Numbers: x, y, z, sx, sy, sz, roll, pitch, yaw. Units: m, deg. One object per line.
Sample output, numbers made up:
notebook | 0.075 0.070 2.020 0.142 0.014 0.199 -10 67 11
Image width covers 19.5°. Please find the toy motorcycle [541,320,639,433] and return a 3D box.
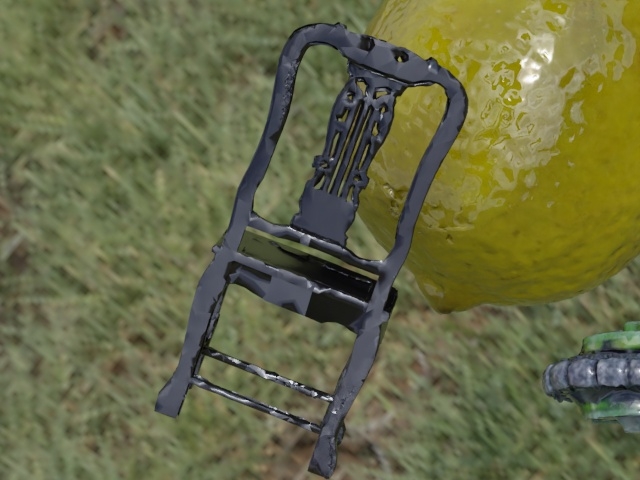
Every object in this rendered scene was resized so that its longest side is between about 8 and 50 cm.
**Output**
toy motorcycle | 0.151 0.032 0.469 0.190 0.106 0.074 -12 73 45

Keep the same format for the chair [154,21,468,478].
chair | 0.000 0.000 1.002 0.113 0.106 0.229 -66 -3 -82

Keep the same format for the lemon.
lemon | 0.137 -0.086 1.272 0.267 0.267 0.267 -20 49 25
